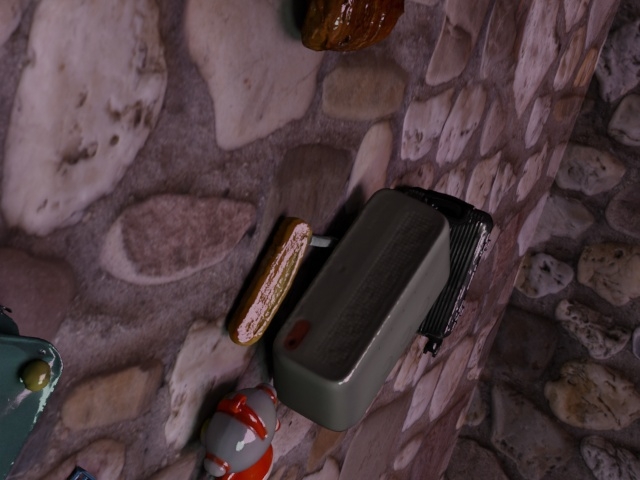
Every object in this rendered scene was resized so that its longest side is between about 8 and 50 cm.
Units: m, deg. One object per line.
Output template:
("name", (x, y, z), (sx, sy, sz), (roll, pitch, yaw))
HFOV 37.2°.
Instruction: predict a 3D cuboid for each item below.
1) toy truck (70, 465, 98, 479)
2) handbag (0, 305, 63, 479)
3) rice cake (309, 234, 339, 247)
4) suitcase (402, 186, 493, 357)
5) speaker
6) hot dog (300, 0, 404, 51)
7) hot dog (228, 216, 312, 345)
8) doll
("toy truck", (-0.291, 0.332, 1.232), (0.056, 0.073, 0.090), (-53, 141, -30))
("handbag", (-0.372, 0.192, 0.863), (0.274, 0.100, 0.269), (-67, 159, 1))
("rice cake", (0.000, 0.000, 1.609), (0.021, 0.022, 0.121), (-67, 158, 6))
("suitcase", (0.209, 0.055, 1.904), (0.128, 0.202, 0.312), (-18, 128, -74))
("speaker", (0.074, 0.111, 1.656), (0.406, 0.183, 0.184), (-55, 161, -25))
("hot dog", (0.042, -0.326, 1.284), (0.227, 0.099, 0.160), (-11, 122, -65))
("hot dog", (-0.078, 0.064, 1.465), (0.066, 0.047, 0.215), (30, 82, -31))
("doll", (-0.132, 0.334, 1.552), (0.200, 0.105, 0.336), (-52, 161, -29))
